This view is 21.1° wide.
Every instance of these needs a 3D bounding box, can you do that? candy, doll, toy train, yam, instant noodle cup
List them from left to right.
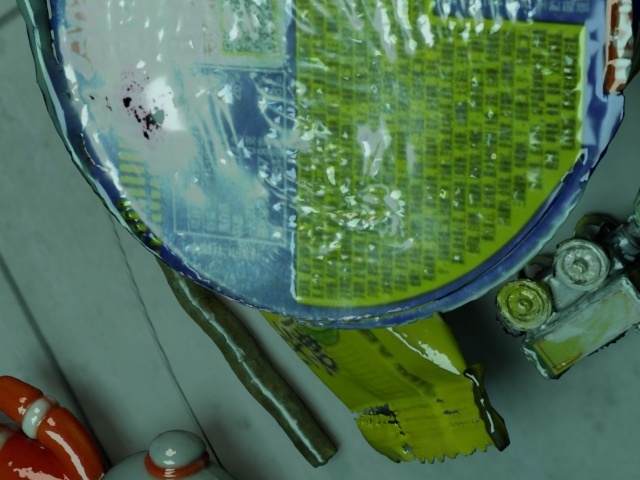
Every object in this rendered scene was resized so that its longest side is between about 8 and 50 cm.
[{"bbox_3d":[-0.150,0.202,1.165,0.336,0.105,0.200,9,109,27],"label":"doll"},{"bbox_3d":[-0.067,0.053,1.125,0.027,0.029,0.234,-37,83,4],"label":"yam"},{"bbox_3d":[0.000,0.000,1.013,0.297,0.081,0.187,64,157,0],"label":"candy"},{"bbox_3d":[0.057,-0.133,0.832,0.284,0.312,0.284,8,108,25],"label":"instant noodle cup"},{"bbox_3d":[0.185,0.010,0.954,0.202,0.060,0.081,-37,91,33],"label":"toy train"}]
